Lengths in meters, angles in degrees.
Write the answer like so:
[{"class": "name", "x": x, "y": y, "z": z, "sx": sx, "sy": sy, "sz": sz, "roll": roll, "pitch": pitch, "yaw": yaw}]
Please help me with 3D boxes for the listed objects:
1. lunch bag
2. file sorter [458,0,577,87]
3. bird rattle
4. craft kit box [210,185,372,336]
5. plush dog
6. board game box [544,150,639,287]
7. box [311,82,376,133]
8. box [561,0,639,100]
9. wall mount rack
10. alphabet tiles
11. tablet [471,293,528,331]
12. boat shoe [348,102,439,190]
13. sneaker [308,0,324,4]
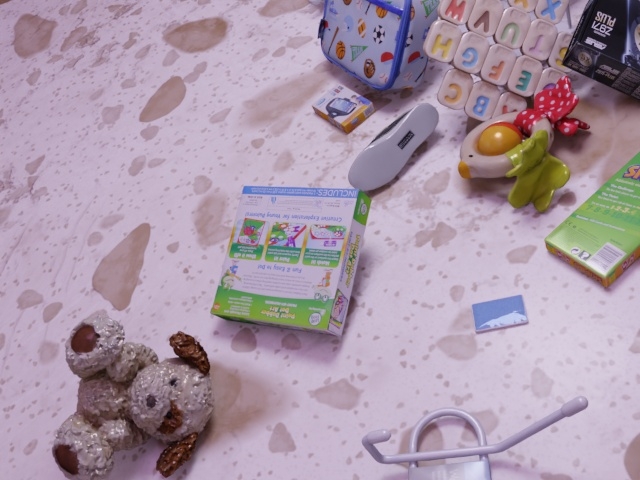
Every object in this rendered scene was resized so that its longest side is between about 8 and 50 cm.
[{"class": "lunch bag", "x": 0.109, "y": -0.459, "z": 1.656, "sx": 0.115, "sy": 0.243, "sz": 0.303, "roll": -12, "pitch": 36, "yaw": -31}, {"class": "file sorter", "x": 0.336, "y": -0.465, "z": 1.613, "sx": 0.193, "sy": 0.173, "sz": 0.277, "roll": -41, "pitch": 48, "yaw": -11}, {"class": "bird rattle", "x": 0.344, "y": -0.182, "z": 1.400, "sx": 0.207, "sy": 0.143, "sz": 0.253, "roll": -3, "pitch": 49, "yaw": 31}, {"class": "craft kit box", "x": -0.053, "y": 0.029, "z": 1.392, "sx": 0.250, "sy": 0.061, "sz": 0.247, "roll": 5, "pitch": 71, "yaw": 33}, {"class": "plush dog", "x": -0.284, "y": 0.261, "z": 1.310, "sx": 0.225, "sy": 0.210, "sz": 0.262, "roll": 4, "pitch": 81, "yaw": 10}, {"class": "board game box", "x": 0.494, "y": -0.047, "z": 1.283, "sx": 0.259, "sy": 0.039, "sz": 0.124, "roll": -42, "pitch": 48, "yaw": -9}, {"class": "box", "x": 0.043, "y": -0.283, "z": 1.692, "sx": 0.081, "sy": 0.028, "sz": 0.136, "roll": -41, "pitch": 49, "yaw": -11}, {"class": "box", "x": 0.541, "y": -0.348, "z": 1.417, "sx": 0.180, "sy": 0.077, "sz": 0.147, "roll": 26, "pitch": 71, "yaw": 3}, {"class": "wall mount rack", "x": 0.207, "y": 0.341, "z": 1.020, "sx": 0.304, "sy": 0.130, "sz": 0.350, "roll": -12, "pitch": 49, "yaw": 15}, {"class": "alphabet tiles", "x": 0.334, "y": -0.352, "z": 1.458, "sx": 0.021, "sy": 0.284, "sz": 0.278, "roll": -128, "pitch": 59, "yaw": -74}, {"class": "tablet", "x": 0.281, "y": 0.114, "z": 1.263, "sx": 0.083, "sy": 0.006, "sz": 0.054, "roll": -13, "pitch": 48, "yaw": 13}, {"class": "boat shoe", "x": 0.135, "y": -0.176, "z": 1.537, "sx": 0.219, "sy": 0.078, "sz": 0.070, "roll": -42, "pitch": 13, "yaw": -8}, {"class": "sneaker", "x": 0.122, "y": -0.677, "z": 1.919, "sx": 0.366, "sy": 0.137, "sz": 0.210, "roll": -16, "pitch": 48, "yaw": 19}]
